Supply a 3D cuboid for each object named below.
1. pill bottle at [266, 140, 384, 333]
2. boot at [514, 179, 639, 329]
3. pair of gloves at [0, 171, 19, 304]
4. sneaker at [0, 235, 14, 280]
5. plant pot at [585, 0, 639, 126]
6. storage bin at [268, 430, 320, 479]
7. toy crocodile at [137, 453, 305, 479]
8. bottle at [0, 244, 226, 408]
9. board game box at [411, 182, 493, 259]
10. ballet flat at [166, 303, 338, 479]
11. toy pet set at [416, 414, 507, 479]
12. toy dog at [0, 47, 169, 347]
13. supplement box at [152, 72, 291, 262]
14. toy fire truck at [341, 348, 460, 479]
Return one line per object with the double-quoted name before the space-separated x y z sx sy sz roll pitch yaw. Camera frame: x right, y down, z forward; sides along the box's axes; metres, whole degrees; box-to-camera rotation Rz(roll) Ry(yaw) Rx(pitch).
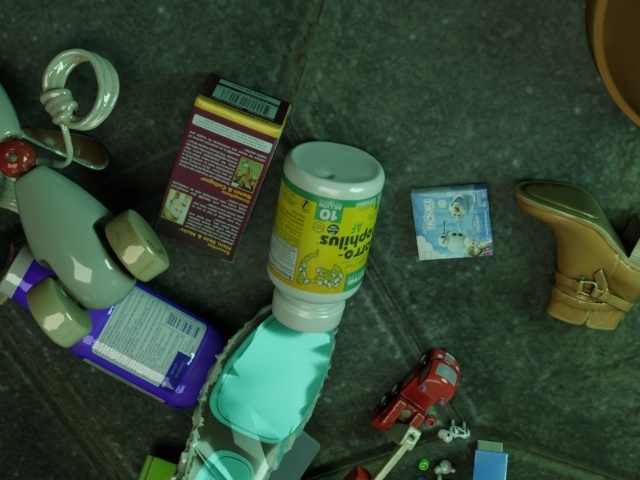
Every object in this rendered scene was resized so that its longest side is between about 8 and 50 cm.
"pill bottle" 0.000 0.000 1.316 0.117 0.118 0.209 13 120 2
"boot" 0.294 0.023 1.310 0.197 0.073 0.152 22 124 0
"pair of gloves" -0.447 -0.030 1.415 0.204 0.042 0.240 32 120 -9
"sneaker" -0.455 0.052 1.403 0.077 0.072 0.178 41 114 -3
"plant pot" 0.413 -0.194 1.093 0.290 0.203 0.291 4 120 6
"storage bin" -0.064 0.288 1.460 0.098 0.091 0.135 45 74 -35
"toy crocodile" -0.090 0.374 1.554 0.340 0.105 0.115 14 79 2
"bottle" -0.263 0.103 1.412 0.282 0.118 0.092 29 160 -11
"board game box" 0.157 -0.022 1.335 0.090 0.020 0.090 -4 118 13
"ballet flat" -0.119 0.251 1.382 0.147 0.409 0.147 23 158 10
"toy pet set" 0.186 0.304 1.485 0.114 0.065 0.122 6 120 6
"toy dog" -0.301 -0.042 1.317 0.220 0.161 0.334 -15 83 2
"supplement box" -0.115 -0.083 1.309 0.104 0.081 0.188 21 120 -3
"toy fire truck" 0.102 0.238 1.421 0.047 0.135 0.192 34 119 -10
